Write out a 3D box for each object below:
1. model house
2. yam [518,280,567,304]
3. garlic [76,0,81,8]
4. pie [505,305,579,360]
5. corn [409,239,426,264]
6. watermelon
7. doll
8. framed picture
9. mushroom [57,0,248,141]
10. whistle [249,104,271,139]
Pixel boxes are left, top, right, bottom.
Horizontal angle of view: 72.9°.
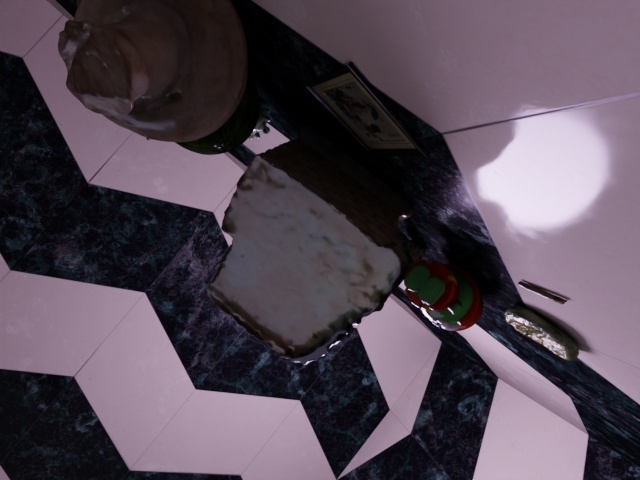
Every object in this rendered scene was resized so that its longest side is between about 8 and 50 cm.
[{"bbox_3d":[0.000,0.000,1.087,0.395,0.445,0.400,34,-146,2],"label":"model house"},{"bbox_3d":[0.441,0.104,0.866,0.014,0.014,0.107,42,174,-30],"label":"yam"},{"bbox_3d":[-0.501,-0.548,1.110,0.228,0.152,0.228,54,-179,-1],"label":"garlic"},{"bbox_3d":[0.540,0.225,1.062,0.187,0.041,0.187,38,175,4],"label":"pie"},{"bbox_3d":[0.181,0.089,1.207,0.092,0.280,0.092,48,162,20],"label":"corn"},{"bbox_3d":[-0.257,-0.312,0.970,0.242,0.242,0.242,39,175,4],"label":"watermelon"},{"bbox_3d":[0.347,0.155,1.173,0.182,0.160,0.363,36,177,39],"label":"doll"},{"bbox_3d":[0.074,-0.211,0.744,0.199,0.010,0.195,41,175,-24],"label":"framed picture"},{"bbox_3d":[-0.268,-0.299,0.700,0.297,0.297,0.290,40,-160,-13],"label":"mushroom"},{"bbox_3d":[-0.230,-0.361,1.137,0.244,0.110,0.092,38,-150,-1],"label":"whistle"}]
